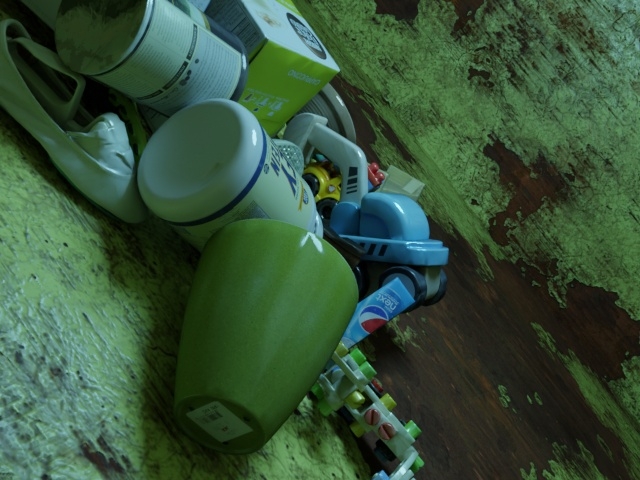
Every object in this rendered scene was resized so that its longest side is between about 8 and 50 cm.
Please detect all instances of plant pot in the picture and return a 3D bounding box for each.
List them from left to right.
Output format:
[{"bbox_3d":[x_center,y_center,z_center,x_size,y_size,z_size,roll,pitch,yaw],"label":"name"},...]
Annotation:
[{"bbox_3d":[-0.107,0.163,1.099,0.275,0.274,0.294,43,39,-19],"label":"plant pot"},{"bbox_3d":[-0.019,-0.313,1.917,0.237,0.109,0.237,51,-18,23],"label":"plant pot"}]

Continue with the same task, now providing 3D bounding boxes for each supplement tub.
[{"bbox_3d":[-0.149,-0.072,1.306,0.325,0.235,0.235,49,15,-52],"label":"supplement tub"}]

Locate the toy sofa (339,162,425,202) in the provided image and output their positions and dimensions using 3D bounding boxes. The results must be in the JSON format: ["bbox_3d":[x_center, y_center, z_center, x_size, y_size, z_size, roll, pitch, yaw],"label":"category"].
[{"bbox_3d":[0.180,-0.149,2.289,0.150,0.177,0.362,33,14,24],"label":"toy sofa"}]

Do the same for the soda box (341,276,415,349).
[{"bbox_3d":[0.092,0.165,1.510,0.067,0.210,0.071,54,-22,10],"label":"soda box"}]

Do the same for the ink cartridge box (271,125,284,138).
[{"bbox_3d":[-0.179,-0.384,1.994,0.158,0.092,0.218,40,26,-24],"label":"ink cartridge box"}]

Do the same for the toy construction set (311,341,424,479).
[{"bbox_3d":[0.092,0.333,1.308,0.328,0.151,0.215,63,-1,10],"label":"toy construction set"}]

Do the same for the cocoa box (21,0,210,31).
[{"bbox_3d":[-0.425,-0.509,1.410,0.347,0.228,0.231,42,16,27],"label":"cocoa box"}]

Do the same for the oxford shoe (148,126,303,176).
[{"bbox_3d":[-0.213,-0.171,1.566,0.130,0.169,0.449,15,11,33],"label":"oxford shoe"}]

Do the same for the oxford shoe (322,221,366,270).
[{"bbox_3d":[0.000,0.000,1.639,0.212,0.076,0.076,36,14,26],"label":"oxford shoe"}]

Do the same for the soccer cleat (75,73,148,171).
[{"bbox_3d":[-0.379,-0.244,1.383,0.121,0.093,0.289,13,43,-60],"label":"soccer cleat"}]

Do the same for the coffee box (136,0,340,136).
[{"bbox_3d":[-0.225,-0.425,1.635,0.334,0.338,0.337,58,23,16],"label":"coffee box"}]

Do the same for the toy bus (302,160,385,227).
[{"bbox_3d":[0.067,-0.151,1.947,0.220,0.211,0.149,54,23,11],"label":"toy bus"}]

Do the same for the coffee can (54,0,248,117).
[{"bbox_3d":[-0.282,-0.331,1.248,0.275,0.201,0.202,22,35,-60],"label":"coffee can"}]

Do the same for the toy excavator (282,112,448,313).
[{"bbox_3d":[0.104,-0.075,1.739,0.222,0.432,0.445,0,96,-63],"label":"toy excavator"}]

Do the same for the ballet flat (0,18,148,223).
[{"bbox_3d":[-0.413,-0.199,1.195,0.400,0.139,0.139,47,22,-11],"label":"ballet flat"}]

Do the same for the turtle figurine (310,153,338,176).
[{"bbox_3d":[-0.002,-0.285,2.107,0.175,0.118,0.234,-30,83,-32],"label":"turtle figurine"}]
